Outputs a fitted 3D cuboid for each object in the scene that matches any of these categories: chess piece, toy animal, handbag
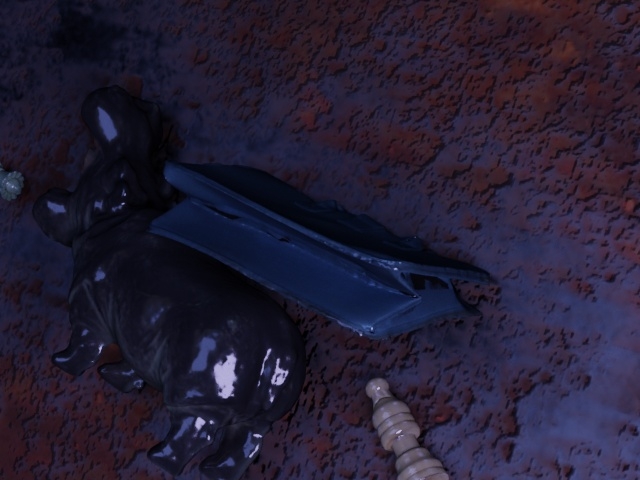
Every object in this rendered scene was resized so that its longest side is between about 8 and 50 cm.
[{"bbox_3d":[-0.300,-0.062,1.338,0.093,0.042,0.042,24,90,28],"label":"chess piece"},{"bbox_3d":[-0.139,0.033,1.168,0.168,0.106,0.343,-46,54,14],"label":"toy animal"},{"bbox_3d":[0.055,0.136,1.056,0.035,0.035,0.092,-39,55,18],"label":"chess piece"},{"bbox_3d":[0.000,0.000,1.063,0.221,0.144,0.057,24,106,34],"label":"handbag"}]
